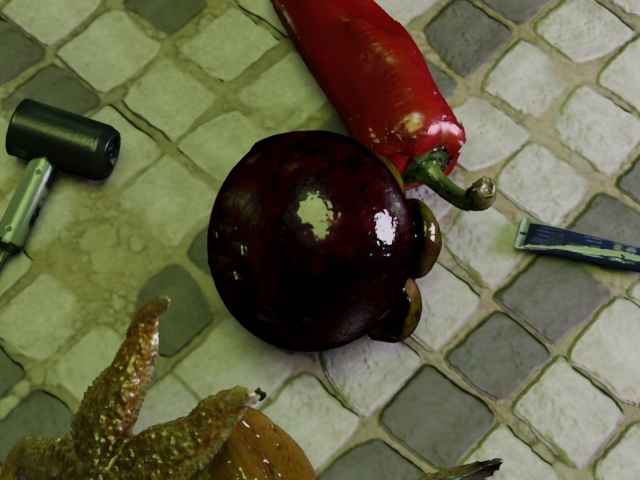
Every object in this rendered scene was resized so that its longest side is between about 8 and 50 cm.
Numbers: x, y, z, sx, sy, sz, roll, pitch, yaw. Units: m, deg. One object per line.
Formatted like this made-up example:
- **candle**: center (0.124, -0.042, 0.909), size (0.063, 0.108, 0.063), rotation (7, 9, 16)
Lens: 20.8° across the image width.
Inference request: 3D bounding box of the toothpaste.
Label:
- **toothpaste**: center (0.250, 0.008, 1.612), size (0.140, 0.021, 0.037), rotation (13, 55, 10)

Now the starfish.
- **starfish**: center (-0.153, 0.200, 1.405), size (0.299, 0.302, 0.060), rotation (38, 23, 34)

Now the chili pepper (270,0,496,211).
- **chili pepper**: center (0.049, -0.152, 1.660), size (0.110, 0.110, 0.387), rotation (-23, 58, -11)

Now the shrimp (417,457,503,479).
- **shrimp**: center (0.152, 0.258, 1.471), size (0.195, 0.035, 0.148), rotation (15, 60, 10)

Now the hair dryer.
- **hair dryer**: center (-0.269, -0.034, 1.633), size (0.100, 0.057, 0.197), rotation (19, 72, 11)

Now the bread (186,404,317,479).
- **bread**: center (-0.058, 0.203, 1.450), size (0.069, 0.128, 0.140), rotation (-44, 63, 17)

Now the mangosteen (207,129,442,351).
- **mangosteen**: center (0.000, 0.000, 1.524), size (0.210, 0.210, 0.210), rotation (0, 61, 1)
